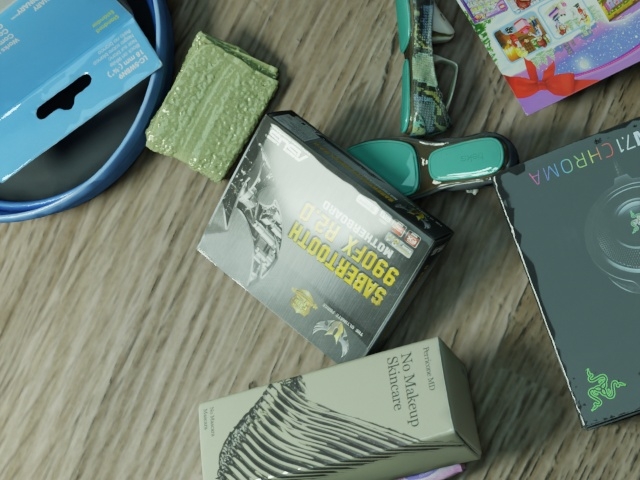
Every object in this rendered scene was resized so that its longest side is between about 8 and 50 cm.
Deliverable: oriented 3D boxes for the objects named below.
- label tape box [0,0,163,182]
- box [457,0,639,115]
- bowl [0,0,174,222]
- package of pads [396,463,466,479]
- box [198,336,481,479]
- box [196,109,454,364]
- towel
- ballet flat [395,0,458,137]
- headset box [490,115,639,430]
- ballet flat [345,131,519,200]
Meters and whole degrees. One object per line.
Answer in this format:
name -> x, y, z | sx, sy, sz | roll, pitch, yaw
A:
label tape box -> -0.364, -0.272, 1.490 | 0.240, 0.106, 0.334 | -35, 74, 11
box -> 0.275, -0.270, 1.302 | 0.293, 0.057, 0.201 | -25, 103, 37
bowl -> -0.353, -0.211, 1.574 | 0.391, 0.077, 0.391 | -2, 82, 16
package of pads -> 0.105, 0.233, 1.399 | 0.083, 0.032, 0.050 | -27, 76, 12
box -> 0.017, 0.195, 1.378 | 0.275, 0.094, 0.113 | -19, 58, 17
box -> 0.000, 0.000, 1.418 | 0.231, 0.056, 0.183 | 39, 115, 18
towel -> -0.121, -0.149, 1.504 | 0.110, 0.027, 0.148 | 27, 91, -6
ballet flat -> 0.115, -0.202, 1.445 | 0.070, 0.070, 0.188 | -3, 84, 17
headset box -> 0.333, 0.031, 1.304 | 0.246, 0.131, 0.283 | -21, 78, 14
ballet flat -> 0.117, -0.075, 1.412 | 0.203, 0.074, 0.074 | -3, 82, 30
